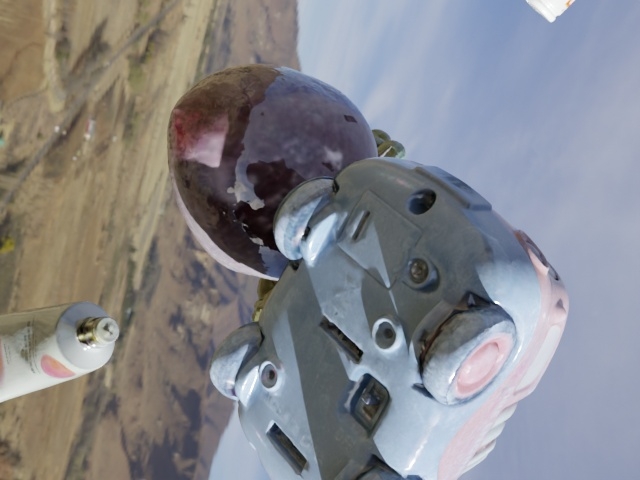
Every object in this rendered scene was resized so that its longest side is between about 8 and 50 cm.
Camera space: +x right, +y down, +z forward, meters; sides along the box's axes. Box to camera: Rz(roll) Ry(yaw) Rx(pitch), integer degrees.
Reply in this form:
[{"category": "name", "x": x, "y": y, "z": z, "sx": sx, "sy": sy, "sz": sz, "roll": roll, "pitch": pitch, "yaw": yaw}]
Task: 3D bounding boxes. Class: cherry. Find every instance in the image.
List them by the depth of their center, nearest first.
[{"category": "cherry", "x": -0.043, "y": -0.067, "z": 0.783, "sx": 0.184, "sy": 0.266, "sz": 0.213, "roll": -3, "pitch": -109, "yaw": 45}]

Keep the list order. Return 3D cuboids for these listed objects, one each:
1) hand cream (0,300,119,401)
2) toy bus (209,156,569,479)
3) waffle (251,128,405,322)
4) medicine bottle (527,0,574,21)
[{"category": "hand cream", "x": -0.360, "y": 0.135, "z": 0.959, "sx": 0.341, "sy": 0.078, "sz": 0.124, "roll": -17, "pitch": -97, "yaw": 37}, {"category": "toy bus", "x": 0.075, "y": 0.087, "z": 0.626, "sx": 0.197, "sy": 0.232, "sz": 0.294, "roll": 40, "pitch": -66, "yaw": 38}, {"category": "waffle", "x": 0.000, "y": 0.000, "z": 0.984, "sx": 0.309, "sy": 0.056, "sz": 0.291, "roll": -50, "pitch": -162, "yaw": 36}, {"category": "medicine bottle", "x": 0.275, "y": -0.298, "z": 0.885, "sx": 0.089, "sy": 0.057, "sz": 0.057, "roll": -46, "pitch": -159, "yaw": 20}]
